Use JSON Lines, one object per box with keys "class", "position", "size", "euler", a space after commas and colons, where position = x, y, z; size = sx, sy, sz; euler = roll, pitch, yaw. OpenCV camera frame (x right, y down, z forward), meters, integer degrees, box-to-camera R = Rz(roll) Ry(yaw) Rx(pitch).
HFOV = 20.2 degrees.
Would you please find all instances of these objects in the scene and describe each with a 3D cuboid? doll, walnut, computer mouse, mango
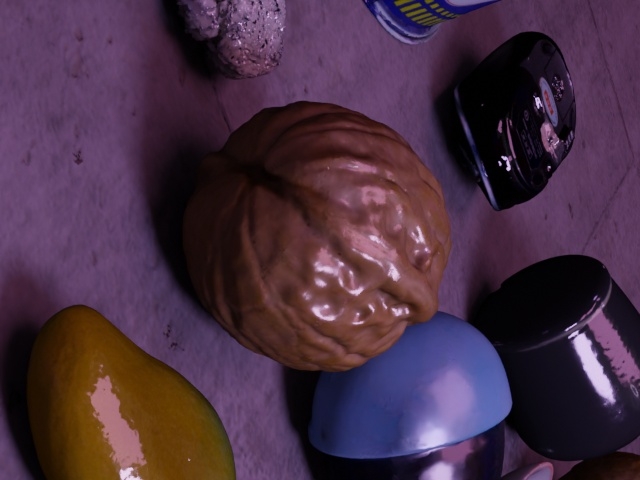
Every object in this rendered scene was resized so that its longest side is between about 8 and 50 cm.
{"class": "doll", "position": [0.075, 0.183, 1.462], "size": [0.177, 0.141, 0.314], "euler": [-14, 108, -34]}
{"class": "walnut", "position": [0.000, 0.000, 1.329], "size": [0.213, 0.213, 0.213], "euler": [32, 53, -56]}
{"class": "computer mouse", "position": [0.191, -0.123, 1.847], "size": [0.137, 0.096, 0.233], "euler": [65, 34, -18]}
{"class": "mango", "position": [-0.125, 0.132, 1.150], "size": [0.191, 0.086, 0.122], "euler": [42, 54, -37]}

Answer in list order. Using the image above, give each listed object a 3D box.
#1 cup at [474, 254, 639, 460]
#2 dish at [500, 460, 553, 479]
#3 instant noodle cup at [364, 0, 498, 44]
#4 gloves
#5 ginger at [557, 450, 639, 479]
{"class": "cup", "position": [0.243, 0.108, 1.825], "size": [0.176, 0.169, 0.223], "euler": [57, -1, -25]}
{"class": "dish", "position": [0.162, 0.316, 1.617], "size": [0.151, 0.077, 0.212], "euler": [-32, 121, -67]}
{"class": "instant noodle cup", "position": [0.202, -0.354, 1.705], "size": [0.284, 0.312, 0.284], "euler": [31, 54, -56]}
{"class": "gloves", "position": [-0.069, -0.200, 1.383], "size": [0.114, 0.070, 0.153], "euler": [12, 72, -62]}
{"class": "ginger", "position": [0.293, 0.306, 1.781], "size": [0.275, 0.221, 0.130], "euler": [-77, 155, -53]}
